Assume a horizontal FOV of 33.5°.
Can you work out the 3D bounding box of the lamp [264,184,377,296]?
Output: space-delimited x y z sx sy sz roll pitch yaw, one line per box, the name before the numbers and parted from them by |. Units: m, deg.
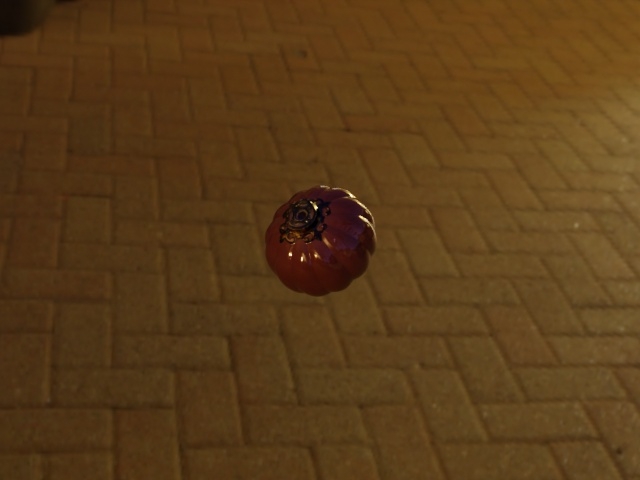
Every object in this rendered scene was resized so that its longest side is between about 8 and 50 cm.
lamp | 0.000 0.000 0.985 0.107 0.092 0.107 -12 56 18
